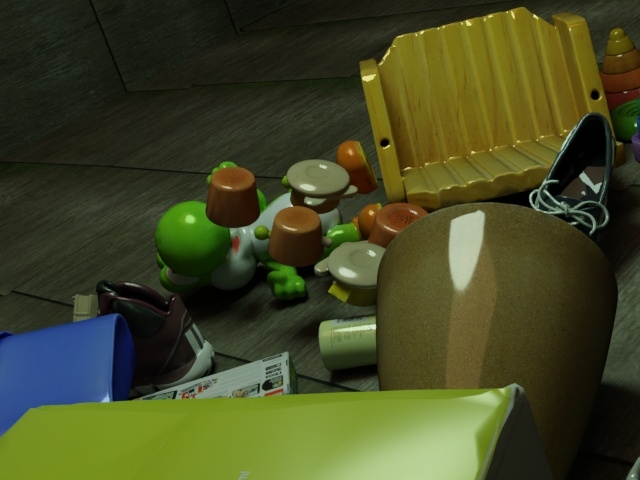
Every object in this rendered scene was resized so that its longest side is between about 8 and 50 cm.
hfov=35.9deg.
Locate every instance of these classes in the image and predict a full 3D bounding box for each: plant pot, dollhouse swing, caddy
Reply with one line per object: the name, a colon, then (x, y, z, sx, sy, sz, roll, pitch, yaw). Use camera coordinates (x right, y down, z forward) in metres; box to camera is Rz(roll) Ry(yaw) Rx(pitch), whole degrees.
plant pot: (0.149, 0.138, 0.899, 0.237, 0.237, 0.254, -9, 40, 23)
dollhouse swing: (0.241, -0.204, 1.433, 0.346, 0.315, 0.305, -12, -5, 5)
caddy: (-0.257, 0.223, 0.969, 0.179, 0.241, 0.341, -14, 25, -4)

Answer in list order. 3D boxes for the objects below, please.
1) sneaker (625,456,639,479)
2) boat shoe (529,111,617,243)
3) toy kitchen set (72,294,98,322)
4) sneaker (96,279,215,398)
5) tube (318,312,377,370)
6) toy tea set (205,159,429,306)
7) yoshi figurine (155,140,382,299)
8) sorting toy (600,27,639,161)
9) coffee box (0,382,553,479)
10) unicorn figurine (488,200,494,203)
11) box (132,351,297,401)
sneaker: (0.329, 0.210, 0.675, 0.262, 0.121, 0.099, -3, 29, 35)
boat shoe: (0.301, -0.037, 1.190, 0.095, 0.079, 0.255, 20, 69, 20)
toy kitchen set: (-0.359, 0.124, 1.546, 0.068, 0.075, 0.083, -2, -12, 29)
sneaker: (-0.291, 0.134, 1.296, 0.281, 0.163, 0.106, -17, 23, 5)
tube: (0.119, 0.109, 1.167, 0.240, 0.070, 0.062, -11, -16, 12)
toy tea set: (0.000, 0.000, 1.311, 0.336, 0.124, 0.200, 31, 44, 32)
yoshi figurine: (-0.087, -0.017, 1.445, 0.362, 0.203, 0.204, -20, 29, 8)
sorting toy: (0.496, -0.245, 1.565, 0.127, 0.126, 0.365, -13, 23, 14)
coffee box: (-0.054, 0.304, 0.495, 0.338, 0.335, 0.338, -7, 26, 28)
unicorn figurine: (0.193, -0.003, 1.324, 0.161, 0.111, 0.060, 5, 55, 4)
box: (-0.129, 0.203, 1.174, 0.206, 0.036, 0.114, -18, 23, 5)
